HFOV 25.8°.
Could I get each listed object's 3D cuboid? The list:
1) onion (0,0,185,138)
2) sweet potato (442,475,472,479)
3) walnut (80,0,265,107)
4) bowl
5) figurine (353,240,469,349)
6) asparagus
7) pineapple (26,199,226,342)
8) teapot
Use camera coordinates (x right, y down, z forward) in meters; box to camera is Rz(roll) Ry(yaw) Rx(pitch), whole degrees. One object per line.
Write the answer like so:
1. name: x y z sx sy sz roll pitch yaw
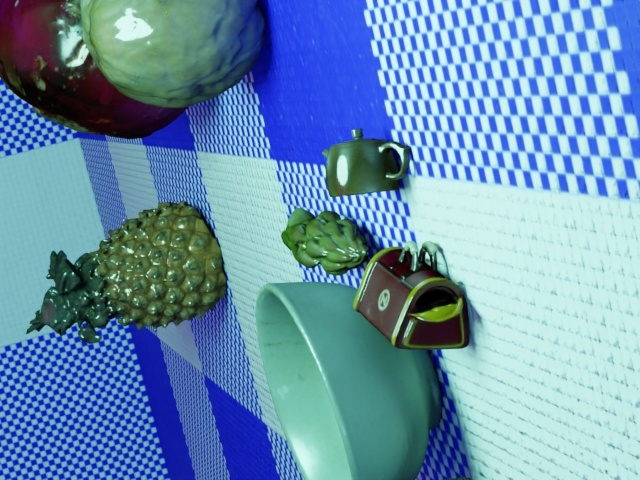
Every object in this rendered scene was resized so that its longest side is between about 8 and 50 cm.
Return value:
1. onion: -0.313 -0.348 2.086 0.385 0.347 0.348 -69 21 2
2. sweet potato: 0.183 0.313 1.374 0.273 0.075 0.075 40 144 56
3. walnut: -0.195 -0.289 1.786 0.248 0.248 0.248 164 90 -75
4. bowl: 0.045 0.166 1.555 0.289 0.146 0.289 162 90 -74
5. figurine: 0.101 0.051 1.402 0.154 0.082 0.098 -144 60 -65
6. asparagus: 0.000 0.000 1.671 0.287 0.080 0.080 -158 54 -70
7. pineapple: -0.358 0.071 2.464 0.223 0.357 0.223 161 90 -76
8. teapot: 0.047 -0.082 1.444 0.121 0.076 0.068 -5 92 47
